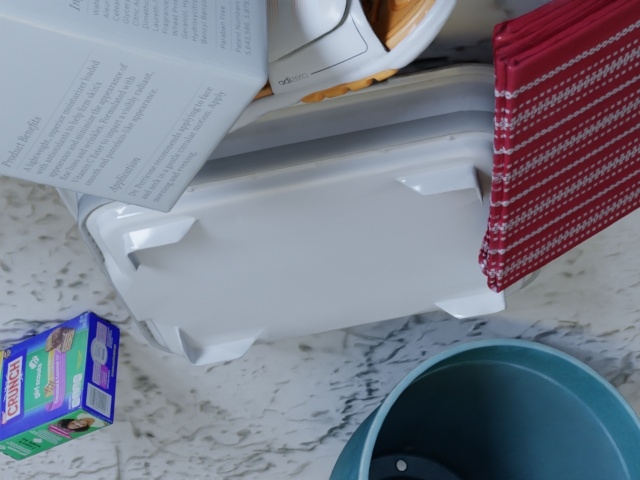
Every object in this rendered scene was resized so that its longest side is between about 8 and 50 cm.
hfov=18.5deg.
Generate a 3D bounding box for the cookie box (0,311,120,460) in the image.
[{"bbox_3d":[-0.216,0.119,1.595,0.107,0.092,0.040,-24,139,31],"label":"cookie box"}]

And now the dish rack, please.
[{"bbox_3d":[0.000,0.000,1.397,0.332,0.072,0.285,-10,152,6],"label":"dish rack"}]

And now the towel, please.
[{"bbox_3d":[0.187,-0.087,1.268,0.199,0.031,0.275,-30,152,-15],"label":"towel"}]

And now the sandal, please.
[{"bbox_3d":[-0.023,-0.133,1.197,0.265,0.102,0.076,-24,136,38],"label":"sandal"}]

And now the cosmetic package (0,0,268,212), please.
[{"bbox_3d":[-0.144,-0.131,1.145,0.183,0.151,0.151,14,144,-23],"label":"cosmetic package"}]

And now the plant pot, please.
[{"bbox_3d":[0.115,0.244,1.671,0.271,0.272,0.255,10,160,-18],"label":"plant pot"}]
